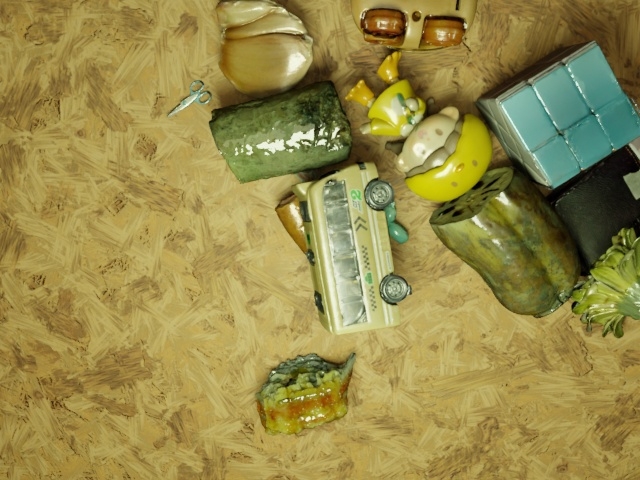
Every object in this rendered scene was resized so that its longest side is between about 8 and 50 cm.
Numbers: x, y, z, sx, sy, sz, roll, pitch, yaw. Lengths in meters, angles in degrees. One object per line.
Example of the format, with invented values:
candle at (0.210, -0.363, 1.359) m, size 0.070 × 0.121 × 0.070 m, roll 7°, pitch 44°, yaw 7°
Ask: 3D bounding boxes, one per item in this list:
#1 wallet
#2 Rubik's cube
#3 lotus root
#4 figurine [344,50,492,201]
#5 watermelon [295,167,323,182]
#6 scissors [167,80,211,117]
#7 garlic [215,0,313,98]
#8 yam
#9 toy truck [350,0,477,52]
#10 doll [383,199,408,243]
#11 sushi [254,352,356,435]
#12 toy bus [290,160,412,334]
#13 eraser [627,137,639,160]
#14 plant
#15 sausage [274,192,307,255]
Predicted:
wallet at (0.678, -0.071, 1.353) m, size 0.262 × 0.071 × 0.221 m, roll -38°, pitch 98°, yaw 3°
Rubik's cube at (0.510, -0.273, 1.230) m, size 0.225 × 0.221 × 0.231 m, roll -33°, pitch 100°, yaw 10°
lotus root at (0.440, 0.017, 1.297) m, size 0.250 × 0.250 × 0.346 m, roll -38°, pitch 98°, yaw 10°
figurine at (0.230, -0.250, 1.274) m, size 0.215 × 0.187 × 0.343 m, roll -40°, pitch 91°, yaw 20°
watermelon at (-0.032, -0.168, 1.361) m, size 0.085 × 0.061 × 0.085 m, roll -2°, pitch 105°, yaw -7°
scissors at (-0.321, -0.332, 1.359) m, size 0.119 × 0.014 × 0.058 m, roll -33°, pitch 96°, yaw 6°
garlic at (-0.120, -0.433, 1.283) m, size 0.228 × 0.110 × 0.217 m, roll 11°, pitch 116°, yaw 11°
yam at (-0.081, -0.239, 1.278) m, size 0.300 × 0.195 × 0.195 m, roll -12°, pitch 103°, yaw 6°
toy truck at (0.204, -0.508, 1.195) m, size 0.288 × 0.211 × 0.204 m, roll 3°, pitch 103°, yaw -2°
doll at (0.120, -0.038, 1.387) m, size 0.160 × 0.059 × 0.158 m, roll -20°, pitch 103°, yaw 8°
sushi at (-0.029, 0.388, 1.436) m, size 0.275 × 0.184 × 0.139 m, roll -12°, pitch 107°, yaw 1°
toy bus at (0.064, 0.015, 1.254) m, size 0.202 × 0.177 × 0.365 m, roll -10°, pitch 94°, yaw -11°
eraser at (0.778, -0.241, 1.326) m, size 0.105 × 0.026 × 0.065 m, roll -43°, pitch 101°, yaw 11°
plant at (0.720, 0.143, 1.303) m, size 0.261 × 0.306 × 0.296 m, roll -34°, pitch 59°, yaw 32°
sausage at (-0.001, 0.002, 1.377) m, size 0.109 × 0.109 × 0.270 m, roll -39°, pitch 99°, yaw 10°
